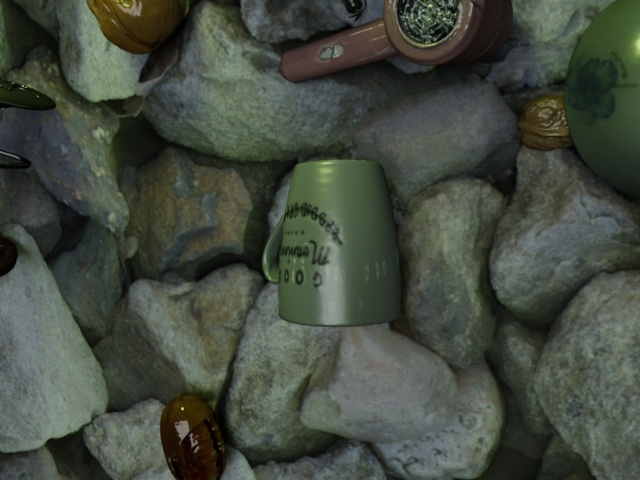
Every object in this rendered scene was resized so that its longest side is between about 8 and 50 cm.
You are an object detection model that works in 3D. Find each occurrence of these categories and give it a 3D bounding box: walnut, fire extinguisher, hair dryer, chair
[{"bbox_3d":[0.326,-0.166,0.751,0.096,0.082,0.079,-2,125,3],"label":"walnut"},{"bbox_3d":[0.045,-0.378,0.817,0.038,0.025,0.083,-28,92,-5],"label":"fire extinguisher"},{"bbox_3d":[0.073,-0.278,0.750,0.352,0.210,0.125,-8,103,31],"label":"hair dryer"},{"bbox_3d":[-0.633,-0.088,0.949,0.226,0.226,0.401,25,106,9],"label":"chair"},{"bbox_3d":[-0.233,0.379,0.984,0.115,0.116,0.207,-8,98,16],"label":"walnut"},{"bbox_3d":[-0.301,-0.393,0.849,0.144,0.144,0.180,-35,85,18],"label":"walnut"}]

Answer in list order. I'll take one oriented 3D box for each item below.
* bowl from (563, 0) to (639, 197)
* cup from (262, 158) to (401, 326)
[{"bbox_3d":[0.465,-0.190,0.640,0.289,0.146,0.289,0,96,-1],"label":"bowl"},{"bbox_3d":[0.000,0.000,0.836,0.258,0.186,0.234,-1,92,43],"label":"cup"}]
